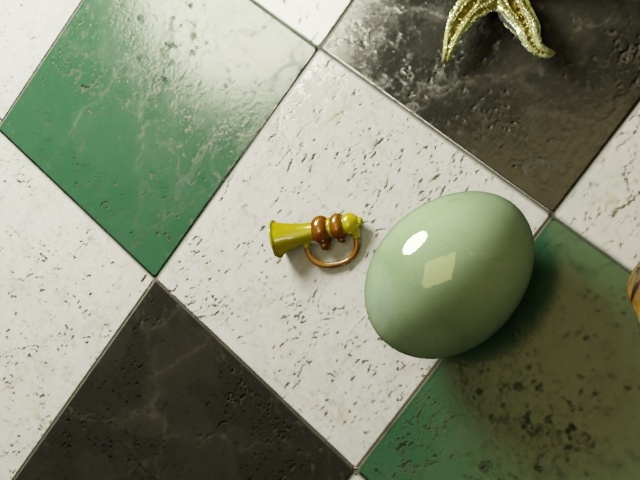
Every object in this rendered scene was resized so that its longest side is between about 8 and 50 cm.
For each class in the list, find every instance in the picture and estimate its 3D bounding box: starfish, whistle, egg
[{"bbox_3d":[0.184,-0.273,1.054,0.208,0.053,0.176,45,101,26],"label":"starfish"},{"bbox_3d":[-0.003,-0.001,1.103,0.109,0.046,0.057,-6,65,17],"label":"whistle"},{"bbox_3d":[0.131,0.034,0.975,0.192,0.149,0.149,-47,67,12],"label":"egg"}]

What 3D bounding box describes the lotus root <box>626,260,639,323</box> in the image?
[{"bbox_3d":[0.414,0.017,0.837,0.291,0.193,0.193,-34,70,17],"label":"lotus root"}]
